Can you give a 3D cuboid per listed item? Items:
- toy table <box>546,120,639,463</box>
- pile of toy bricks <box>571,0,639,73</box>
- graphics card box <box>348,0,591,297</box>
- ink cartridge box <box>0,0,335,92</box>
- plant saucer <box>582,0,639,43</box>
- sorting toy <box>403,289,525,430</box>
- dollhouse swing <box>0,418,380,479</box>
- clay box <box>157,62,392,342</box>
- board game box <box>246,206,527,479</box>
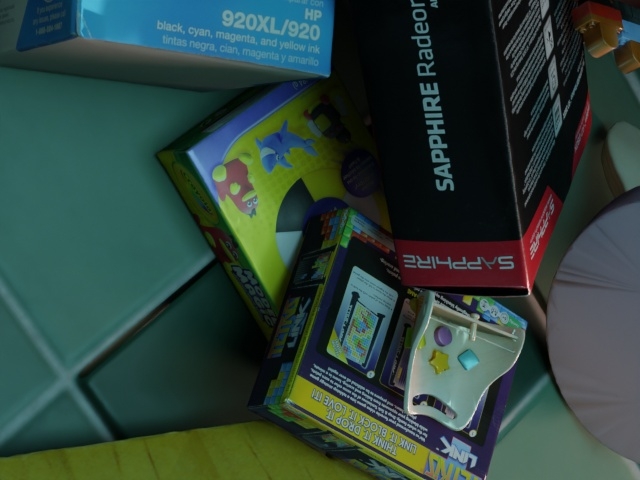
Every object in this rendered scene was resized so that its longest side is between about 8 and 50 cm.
[{"bbox_3d":[0.280,0.026,1.158,0.252,0.274,0.161,40,57,10],"label":"toy table"},{"bbox_3d":[0.263,-0.121,1.046,0.212,0.118,0.105,10,65,-37],"label":"pile of toy bricks"},{"bbox_3d":[0.092,-0.180,0.992,0.233,0.094,0.371,-60,145,-51],"label":"graphics card box"},{"bbox_3d":[-0.096,-0.217,0.957,0.168,0.171,0.233,5,89,-31],"label":"ink cartridge box"},{"bbox_3d":[0.204,-0.286,1.063,0.259,0.258,0.048,60,37,-12],"label":"plant saucer"},{"bbox_3d":[0.080,0.079,1.014,0.083,0.045,0.075,23,75,-33],"label":"sorting toy"},{"bbox_3d":[-0.119,0.341,1.024,0.347,0.305,0.315,-5,53,-29],"label":"dollhouse swing"},{"bbox_3d":[0.000,0.000,1.086,0.127,0.053,0.222,-38,108,-24],"label":"clay box"},{"bbox_3d":[0.048,0.080,1.044,0.170,0.048,0.141,33,64,-28],"label":"board game box"}]
